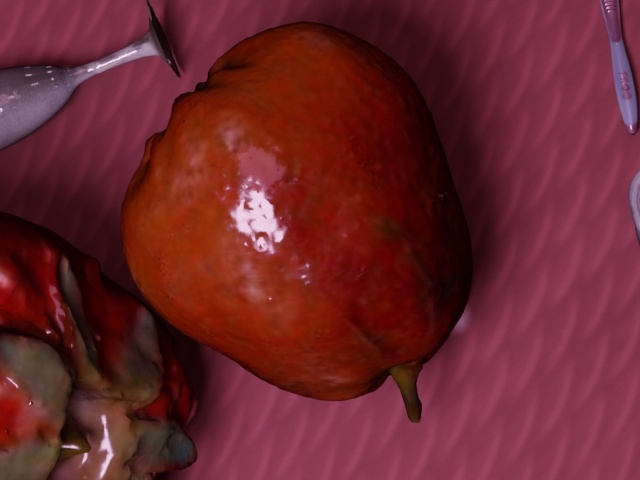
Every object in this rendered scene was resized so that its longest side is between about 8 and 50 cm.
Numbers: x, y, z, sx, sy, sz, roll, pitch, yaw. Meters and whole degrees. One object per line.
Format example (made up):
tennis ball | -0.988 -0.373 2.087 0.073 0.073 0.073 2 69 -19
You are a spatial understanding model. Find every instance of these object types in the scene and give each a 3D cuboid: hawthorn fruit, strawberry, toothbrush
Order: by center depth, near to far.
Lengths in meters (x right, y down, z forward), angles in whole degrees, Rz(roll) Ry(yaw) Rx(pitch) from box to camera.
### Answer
strawberry | -0.280 0.097 1.267 0.345 0.317 0.295 21 118 30
hawthorn fruit | 0.000 0.000 1.285 0.224 0.224 0.261 -41 87 -3
toothbrush | 0.202 -0.165 1.388 0.013 0.019 0.193 -9 76 6

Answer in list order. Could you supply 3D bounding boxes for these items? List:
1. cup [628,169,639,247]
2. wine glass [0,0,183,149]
cup | 0.255 0.010 1.280 0.095 0.129 0.128 -17 77 11
wine glass | -0.202 -0.107 1.411 0.198 0.066 0.066 -22 74 3
